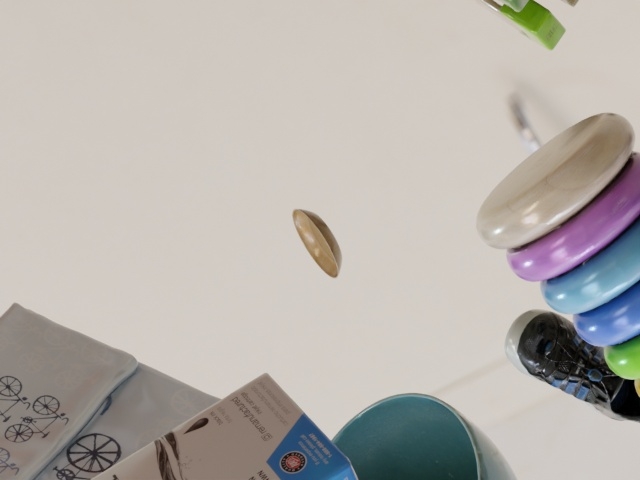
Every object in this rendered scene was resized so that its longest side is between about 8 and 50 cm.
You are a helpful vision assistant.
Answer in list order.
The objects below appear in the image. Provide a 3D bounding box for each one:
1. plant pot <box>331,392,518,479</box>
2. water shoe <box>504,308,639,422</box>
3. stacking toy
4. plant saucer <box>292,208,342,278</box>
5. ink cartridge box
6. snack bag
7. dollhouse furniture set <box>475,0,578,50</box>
[{"bbox_3d":[0.138,0.350,1.969,0.195,0.290,0.290,30,-141,-36],"label":"plant pot"},{"bbox_3d":[0.277,0.129,1.720,0.203,0.080,0.073,29,-97,-36],"label":"water shoe"},{"bbox_3d":[0.269,0.067,1.261,0.330,0.141,0.141,50,-151,-8],"label":"stacking toy"},{"bbox_3d":[0.000,0.000,1.711,0.083,0.015,0.083,52,163,22],"label":"plant saucer"},{"bbox_3d":[-0.081,0.205,1.184,0.148,0.203,0.086,40,157,54],"label":"ink cartridge box"},{"bbox_3d":[-0.283,0.221,1.879,0.342,0.037,0.323,24,-142,14],"label":"snack bag"},{"bbox_3d":[0.285,-0.414,2.032,0.151,0.302,0.197,37,-175,27],"label":"dollhouse furniture set"}]
